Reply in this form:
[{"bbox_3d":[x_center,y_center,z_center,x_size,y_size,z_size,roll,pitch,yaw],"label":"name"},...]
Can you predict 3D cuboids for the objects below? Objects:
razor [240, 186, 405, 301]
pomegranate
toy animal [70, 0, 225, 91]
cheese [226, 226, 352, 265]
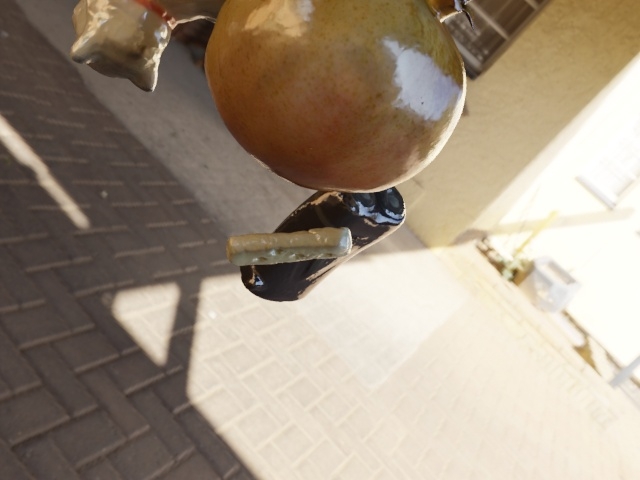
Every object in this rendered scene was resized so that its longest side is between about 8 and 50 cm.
[{"bbox_3d":[0.000,-0.002,1.613,0.204,0.349,0.113,10,50,-47],"label":"razor"},{"bbox_3d":[0.031,-0.205,0.934,0.319,0.319,0.319,41,12,-11],"label":"pomegranate"},{"bbox_3d":[-0.172,-0.292,1.059,0.308,0.266,0.188,27,49,-42],"label":"toy animal"},{"bbox_3d":[-0.048,0.009,1.238,0.065,0.194,0.043,67,18,-71],"label":"cheese"}]
